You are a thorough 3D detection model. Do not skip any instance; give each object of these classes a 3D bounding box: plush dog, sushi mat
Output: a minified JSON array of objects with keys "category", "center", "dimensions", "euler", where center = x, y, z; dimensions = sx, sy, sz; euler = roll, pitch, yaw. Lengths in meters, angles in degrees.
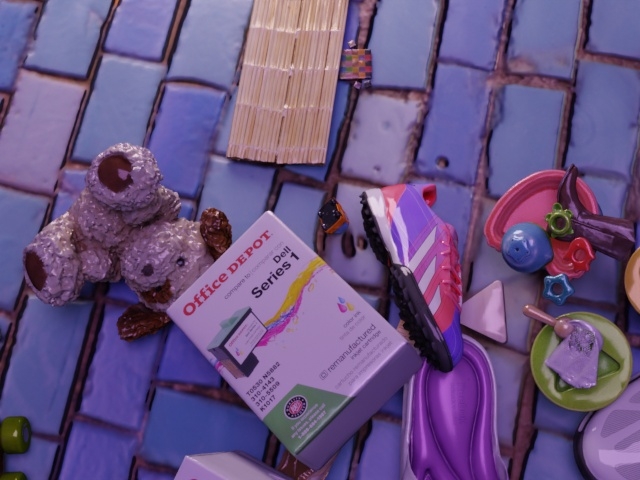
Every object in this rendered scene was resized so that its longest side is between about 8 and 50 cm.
[{"category":"plush dog","center":[-0.245,0.007,1.457],"dimensions":[0.225,0.210,0.262],"euler":[42,107,-1]},{"category":"sushi mat","center":[-0.046,-0.261,1.591],"dimensions":[0.151,0.019,0.317],"euler":[7,73,6]}]

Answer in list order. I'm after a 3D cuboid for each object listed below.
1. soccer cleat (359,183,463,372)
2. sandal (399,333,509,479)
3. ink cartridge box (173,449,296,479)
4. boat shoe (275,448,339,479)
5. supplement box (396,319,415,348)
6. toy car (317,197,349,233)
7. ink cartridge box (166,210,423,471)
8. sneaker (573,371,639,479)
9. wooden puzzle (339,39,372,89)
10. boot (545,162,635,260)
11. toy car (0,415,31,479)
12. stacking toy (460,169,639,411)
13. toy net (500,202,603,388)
[{"category":"soccer cleat","center":[0.146,0.035,1.404],"dimensions":[0.116,0.109,0.318],"euler":[-15,46,-5]},{"category":"sandal","center":[0.179,0.322,1.341],"dimensions":[0.169,0.102,0.416],"euler":[-8,77,-7]},{"category":"ink cartridge box","center":[-0.104,0.416,1.251],"dimensions":[0.198,0.197,0.270],"euler":[24,88,18]},{"category":"boat shoe","center":[-0.020,0.304,1.395],"dimensions":[0.063,0.059,0.170],"euler":[38,83,28]},{"category":"supplement box","center":[0.137,0.129,1.454],"dimensions":[0.062,0.036,0.098],"euler":[22,74,8]},{"category":"toy car","center":[0.000,0.000,1.511],"dimensions":[0.040,0.060,0.122],"euler":[35,94,-32]},{"category":"ink cartridge box","center":[-0.037,0.128,1.376],"dimensions":[0.201,0.117,0.278],"euler":[-45,63,-4]},{"category":"sneaker","center":[0.542,0.191,1.304],"dimensions":[0.447,0.257,0.169],"euler":[-19,73,-3]},{"category":"wooden puzzle","center":[0.053,-0.268,1.598],"dimensions":[0.049,0.006,0.083],"euler":[-1,72,2]},{"category":"boot","center":[0.365,-0.037,1.372],"dimensions":[0.114,0.037,0.106],"euler":[18,99,22]},{"category":"toy car","center":[-0.479,0.282,1.350],"dimensions":[0.155,0.188,0.149],"euler":[-3,72,2]},{"category":"stacking toy","center":[0.356,0.074,1.444],"dimensions":[0.309,0.130,0.279],"euler":[36,93,20]},{"category":"toy net","center":[0.319,0.074,1.354],"dimensions":[0.122,0.045,0.232],"euler":[-27,80,28]}]
